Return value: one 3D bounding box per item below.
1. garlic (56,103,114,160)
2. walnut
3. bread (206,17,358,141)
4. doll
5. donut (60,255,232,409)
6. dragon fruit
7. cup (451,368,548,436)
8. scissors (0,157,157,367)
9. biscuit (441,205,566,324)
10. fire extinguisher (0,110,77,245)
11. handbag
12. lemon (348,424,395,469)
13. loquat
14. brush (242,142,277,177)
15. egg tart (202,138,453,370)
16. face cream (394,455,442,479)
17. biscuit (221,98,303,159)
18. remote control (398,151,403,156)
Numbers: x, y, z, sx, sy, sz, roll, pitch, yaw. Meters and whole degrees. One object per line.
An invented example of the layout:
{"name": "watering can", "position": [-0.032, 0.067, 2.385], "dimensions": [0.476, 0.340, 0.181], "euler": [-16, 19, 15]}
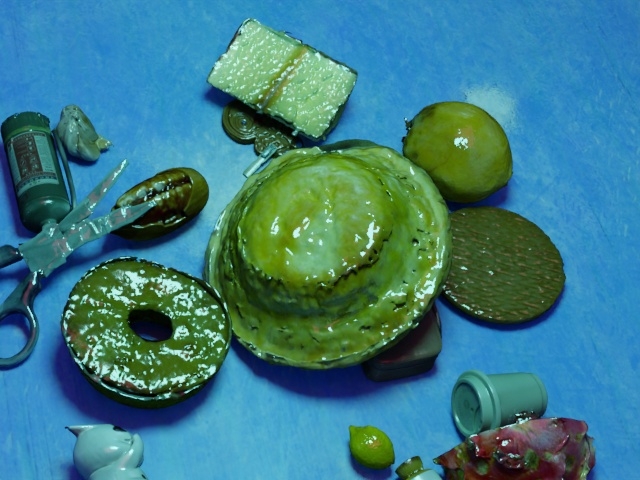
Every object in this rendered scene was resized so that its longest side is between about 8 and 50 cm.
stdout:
{"name": "garlic", "position": [-0.445, -0.195, 2.025], "dimensions": [0.074, 0.094, 0.113], "euler": [-39, 65, 4]}
{"name": "walnut", "position": [-0.287, -0.062, 1.933], "dimensions": [0.207, 0.116, 0.116], "euler": [-27, 63, -23]}
{"name": "bread", "position": [-0.072, -0.308, 2.147], "dimensions": [0.266, 0.142, 0.178], "euler": [30, 88, 6]}
{"name": "doll", "position": [-0.299, 0.350, 1.635], "dimensions": [0.106, 0.110, 0.181], "euler": [-24, 62, -7]}
{"name": "donut", "position": [-0.281, 0.157, 1.788], "dimensions": [0.272, 0.107, 0.272], "euler": [6, 58, -10]}
{"name": "dragon fruit", "position": [0.326, 0.354, 1.718], "dimensions": [0.274, 0.161, 0.126], "euler": [-2, 52, -14]}
{"name": "cup", "position": [0.297, 0.264, 1.812], "dimensions": [0.141, 0.120, 0.120], "euler": [-6, 55, -24]}
{"name": "scissors", "position": [-0.449, 0.007, 1.831], "dimensions": [0.383, 0.029, 0.256], "euler": [-40, 76, -14]}
{"name": "biscuit", "position": [0.318, 0.046, 2.019], "dimensions": [0.261, 0.037, 0.262], "euler": [5, 53, -7]}
{"name": "fire extinguisher", "position": [-0.489, -0.092, 1.930], "dimensions": [0.118, 0.093, 0.294], "euler": [-19, 59, -5]}
{"name": "handbag", "position": [0.127, 0.141, 1.893], "dimensions": [0.151, 0.072, 0.193], "euler": [-4, 54, -14]}
{"name": "lemon", "position": [0.079, 0.327, 1.751], "dimensions": [0.092, 0.065, 0.065], "euler": [39, 57, 12]}
{"name": "loquat", "position": [0.256, -0.170, 2.088], "dimensions": [0.234, 0.176, 0.187], "euler": [32, 38, 9]}
{"name": "brush", "position": [-0.114, -0.151, 2.081], "dimensions": [0.016, 0.013, 0.083], "euler": [42, 76, 8]}
{"name": "egg tart", "position": [0.000, 0.000, 1.838], "dimensions": [0.443, 0.178, 0.443], "euler": [-6, 60, 11]}
{"name": "face cream", "position": [0.181, 0.420, 1.710], "dimensions": [0.072, 0.051, 0.182], "euler": [-22, 62, -23]}
{"name": "biscuit", "position": [-0.111, -0.220, 2.138], "dimensions": [0.175, 0.026, 0.124], "euler": [38, 57, 17]}
{"name": "remote control", "position": [0.087, -0.147, 2.122], "dimensions": [0.162, 0.029, 0.061], "euler": [5, 51, -1]}
